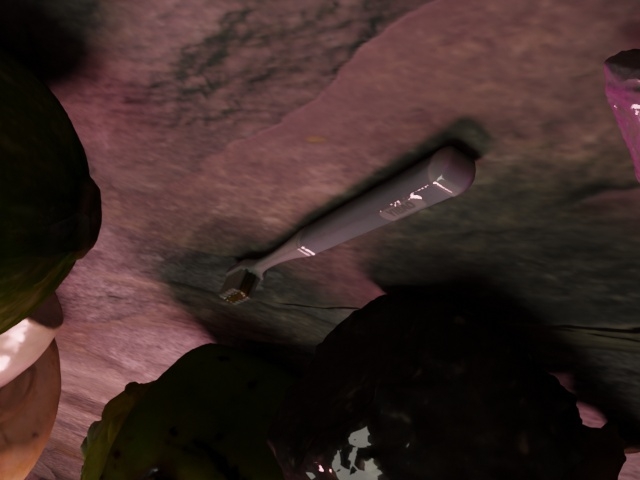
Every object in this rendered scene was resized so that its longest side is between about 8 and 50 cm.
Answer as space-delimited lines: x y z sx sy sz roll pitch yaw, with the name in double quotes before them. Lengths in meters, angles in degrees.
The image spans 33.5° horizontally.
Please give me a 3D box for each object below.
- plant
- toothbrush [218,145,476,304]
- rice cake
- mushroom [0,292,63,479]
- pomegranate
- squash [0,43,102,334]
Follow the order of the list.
"plant" 0.089 0.153 0.730 0.234 0.204 0.178 46 156 -21
"toothbrush" 0.001 -0.002 0.700 0.025 0.030 0.342 31 155 -16
"rice cake" 0.171 -0.013 0.481 0.047 0.036 0.206 16 155 37
"mushroom" -0.438 0.133 1.190 0.353 0.353 0.325 27 177 4
"pomegranate" -0.081 0.233 1.023 0.260 0.260 0.341 13 -178 33
"squash" -0.306 -0.023 0.672 0.309 0.310 0.310 17 154 21
